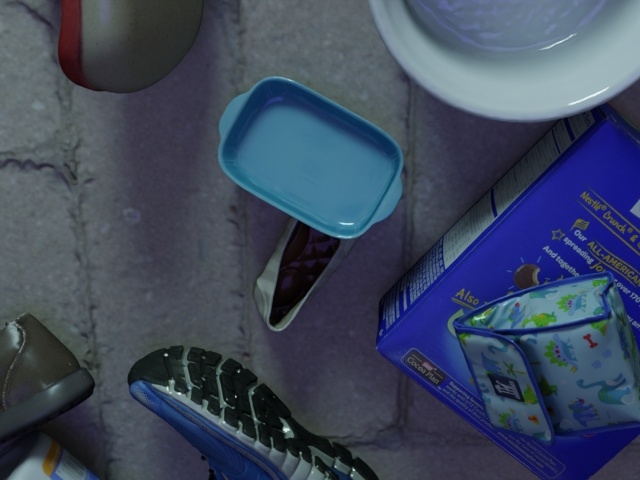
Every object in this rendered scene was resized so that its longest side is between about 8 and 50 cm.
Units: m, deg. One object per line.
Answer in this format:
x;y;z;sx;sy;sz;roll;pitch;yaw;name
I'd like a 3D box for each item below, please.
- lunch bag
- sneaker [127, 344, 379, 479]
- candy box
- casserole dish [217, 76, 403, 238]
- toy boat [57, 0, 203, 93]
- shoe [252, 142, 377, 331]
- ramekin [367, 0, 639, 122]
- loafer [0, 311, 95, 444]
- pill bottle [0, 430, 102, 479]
0.210;0.112;1.073;0.151;0.096;0.128;-12;115;24;lunch bag
-0.082;0.246;1.249;0.330;0.130;0.147;42;106;-16;sneaker
0.256;0.055;1.158;0.268;0.122;0.317;39;111;-13;candy box
-0.008;-0.077;1.119;0.188;0.037;0.114;29;90;7;casserole dish
-0.196;-0.249;1.040;0.151;0.151;0.231;17;117;27;toy boat
0.000;0.000;1.173;0.077;0.058;0.219;27;112;-10;shoe
0.175;-0.253;1.013;0.277;0.135;0.277;0;114;1;ramekin
-0.422;0.183;1.245;0.366;0.134;0.130;-25;88;2;loafer
-0.261;0.349;1.287;0.152;0.152;0.272;-39;108;17;pill bottle
